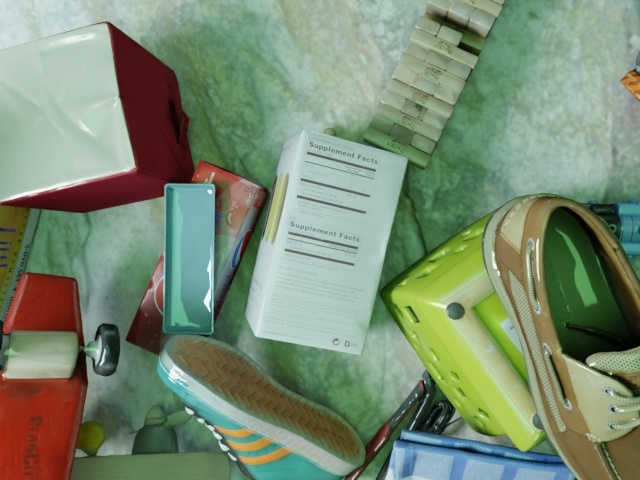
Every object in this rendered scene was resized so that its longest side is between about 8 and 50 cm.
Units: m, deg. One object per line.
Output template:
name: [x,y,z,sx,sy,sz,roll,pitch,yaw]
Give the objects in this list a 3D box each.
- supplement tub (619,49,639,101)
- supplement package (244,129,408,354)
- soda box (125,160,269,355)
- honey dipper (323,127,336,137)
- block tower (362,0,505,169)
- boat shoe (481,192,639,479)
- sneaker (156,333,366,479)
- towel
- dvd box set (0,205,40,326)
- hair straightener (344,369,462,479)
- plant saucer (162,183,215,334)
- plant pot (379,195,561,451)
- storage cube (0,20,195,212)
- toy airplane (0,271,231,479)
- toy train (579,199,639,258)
supplement tub: [0.464,-0.228,0.674,0.117,0.117,0.190,47,119,5]
supplement package: [0.000,0.000,0.725,0.134,0.139,0.243,13,91,-14]
soda box: [-0.165,0.030,0.788,0.092,0.083,0.263,24,92,6]
honey dipper: [-0.020,-0.084,0.800,0.031,0.030,0.160,25,90,7]
block tower: [0.167,-0.258,0.746,0.091,0.097,0.335,26,91,7]
boat shoe: [0.243,0.107,0.495,0.123,0.120,0.323,-27,85,-3]
sneaker: [-0.092,0.238,0.735,0.302,0.108,0.121,36,110,-15]
towel: [0.174,0.347,0.700,0.210,0.034,0.284,7,123,6]
dvd box set: [-0.518,0.062,0.663,0.062,0.420,0.307,18,91,10]
hair straightener: [0.131,0.259,0.776,0.089,0.047,0.230,36,89,3]
plant saucer: [-0.167,0.023,0.738,0.067,0.018,0.191,1,91,6]
plant pot: [0.227,0.088,0.662,0.228,0.207,0.227,-34,86,-3]
storage cube: [-0.296,-0.146,0.752,0.215,0.193,0.183,-11,88,8]
toy airplane: [-0.348,0.284,0.678,0.384,0.272,0.386,-45,103,-30]
toy train: [0.395,-0.013,0.707,0.184,0.105,0.080,3,90,7]
